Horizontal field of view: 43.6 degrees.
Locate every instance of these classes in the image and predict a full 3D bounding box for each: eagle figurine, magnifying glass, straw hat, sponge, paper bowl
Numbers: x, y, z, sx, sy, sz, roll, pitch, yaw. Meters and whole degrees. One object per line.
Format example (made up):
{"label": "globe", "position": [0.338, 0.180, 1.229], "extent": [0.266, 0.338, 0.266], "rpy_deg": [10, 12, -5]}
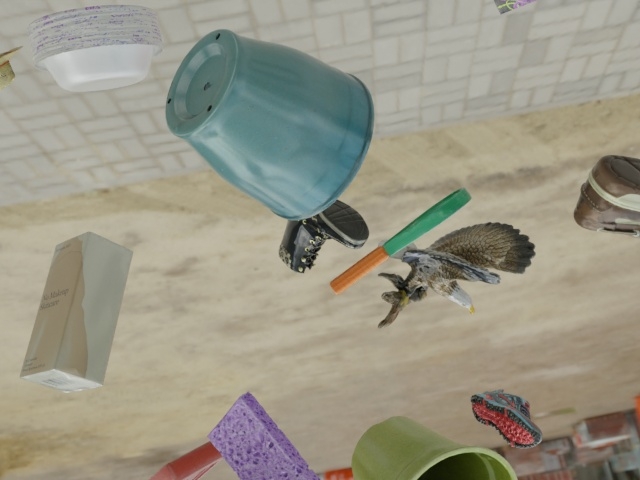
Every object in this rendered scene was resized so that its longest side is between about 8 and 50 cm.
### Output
{"label": "eagle figurine", "position": [0.271, 0.059, 1.675], "extent": [0.225, 0.226, 0.298], "rpy_deg": [26, 137, -24]}
{"label": "magnifying glass", "position": [0.111, 0.001, 1.113], "extent": [0.231, 0.026, 0.092], "rpy_deg": [-35, -178, 6]}
{"label": "straw hat", "position": [-0.638, -0.326, 1.570], "extent": [0.144, 0.061, 0.144], "rpy_deg": [-18, -156, 8]}
{"label": "sponge", "position": [-0.088, 0.361, 1.298], "extent": [0.117, 0.210, 0.031], "rpy_deg": [-50, 163, 29]}
{"label": "paper bowl", "position": [-0.493, -0.421, 1.782], "extent": [0.284, 0.148, 0.284], "rpy_deg": [-9, -176, 1]}

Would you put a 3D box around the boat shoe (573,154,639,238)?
{"label": "boat shoe", "position": [0.411, -0.033, 0.941], "extent": [0.257, 0.095, 0.095], "rpy_deg": [11, 129, -16]}

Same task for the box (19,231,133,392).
{"label": "box", "position": [-0.516, 0.153, 1.705], "extent": [0.148, 0.311, 0.121], "rpy_deg": [-19, 144, 38]}

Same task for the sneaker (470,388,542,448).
{"label": "sneaker", "position": [0.512, 0.453, 2.116], "extent": [0.125, 0.104, 0.262], "rpy_deg": [-17, -160, -20]}

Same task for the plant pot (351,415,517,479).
{"label": "plant pot", "position": [0.190, 0.468, 1.525], "extent": [0.276, 0.276, 0.254], "rpy_deg": [-2, -168, -24]}

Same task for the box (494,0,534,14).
{"label": "box", "position": [0.505, -0.647, 2.001], "extent": [0.162, 0.029, 0.116], "rpy_deg": [-18, 131, 28]}

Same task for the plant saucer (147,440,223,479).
{"label": "plant saucer", "position": [-0.343, 0.557, 1.819], "extent": [0.258, 0.048, 0.259], "rpy_deg": [-44, 165, 21]}

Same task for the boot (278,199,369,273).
{"label": "boot", "position": [0.001, -0.001, 1.686], "extent": [0.085, 0.236, 0.179], "rpy_deg": [-12, 128, -39]}

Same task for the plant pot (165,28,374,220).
{"label": "plant pot", "position": [-0.097, -0.203, 1.291], "extent": [0.271, 0.272, 0.255], "rpy_deg": [-26, 142, 38]}
